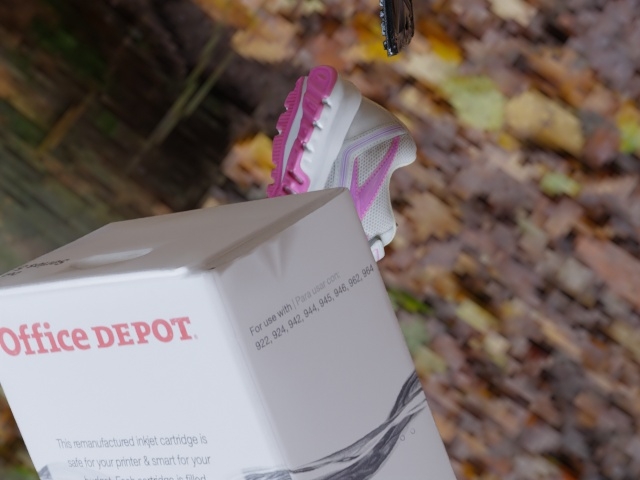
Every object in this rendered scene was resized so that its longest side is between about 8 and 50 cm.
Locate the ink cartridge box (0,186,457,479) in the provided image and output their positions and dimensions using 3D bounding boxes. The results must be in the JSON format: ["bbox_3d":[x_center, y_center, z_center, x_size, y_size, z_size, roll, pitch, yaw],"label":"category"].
[{"bbox_3d":[-0.041,0.123,0.971,0.198,0.115,0.273,-7,107,45],"label":"ink cartridge box"}]

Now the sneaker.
[{"bbox_3d":[0.000,0.000,1.444,0.111,0.252,0.103,20,-169,-20],"label":"sneaker"}]

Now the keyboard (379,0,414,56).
[{"bbox_3d":[0.035,-0.222,1.260,0.038,0.192,0.100,-1,-167,14],"label":"keyboard"}]
